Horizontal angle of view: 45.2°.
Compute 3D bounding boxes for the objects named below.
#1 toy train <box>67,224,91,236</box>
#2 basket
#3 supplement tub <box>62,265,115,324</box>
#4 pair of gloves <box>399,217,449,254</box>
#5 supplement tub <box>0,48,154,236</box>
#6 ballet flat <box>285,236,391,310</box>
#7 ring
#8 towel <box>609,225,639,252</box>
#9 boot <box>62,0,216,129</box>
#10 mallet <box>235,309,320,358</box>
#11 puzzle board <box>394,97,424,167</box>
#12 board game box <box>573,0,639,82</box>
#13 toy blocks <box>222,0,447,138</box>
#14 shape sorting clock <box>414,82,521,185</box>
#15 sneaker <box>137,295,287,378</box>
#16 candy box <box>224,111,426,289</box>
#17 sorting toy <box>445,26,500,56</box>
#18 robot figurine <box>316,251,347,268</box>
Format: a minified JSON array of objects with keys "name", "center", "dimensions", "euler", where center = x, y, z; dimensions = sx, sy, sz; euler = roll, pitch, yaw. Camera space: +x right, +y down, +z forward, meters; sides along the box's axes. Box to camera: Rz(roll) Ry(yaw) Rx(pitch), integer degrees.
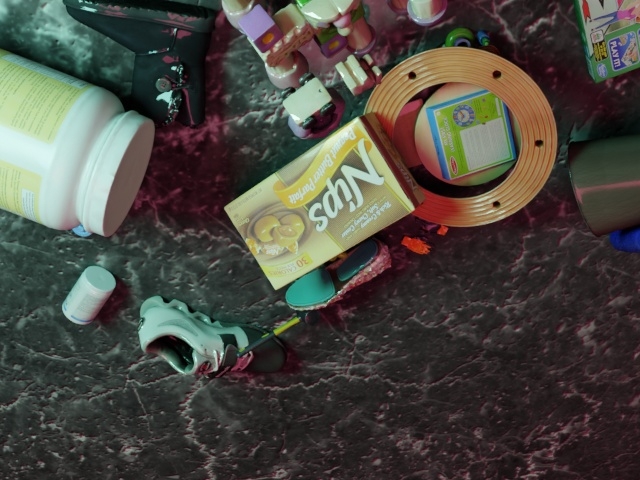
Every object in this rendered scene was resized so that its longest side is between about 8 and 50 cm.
[{"name":"toy train","center":[-0.425,-0.087,1.406],"dimensions":[0.105,0.080,0.184],"euler":[40,115,-19]},{"name":"basket","center":[0.572,-0.112,1.332],"dimensions":[0.226,0.154,0.204],"euler":[-13,136,33]},{"name":"supplement tub","center":[-0.465,0.111,1.544],"dimensions":[0.071,0.071,0.107],"euler":[30,119,-21]},{"name":"pair of gloves","center":[0.206,-0.009,1.521],"dimensions":[0.074,0.010,0.083],"euler":[22,120,-16]},{"name":"supplement tub","center":[-0.459,-0.159,1.225],"dimensions":[0.331,0.241,0.241],"euler":[21,122,-3]},{"name":"ballet flat","center":[0.044,0.081,1.539],"dimensions":[0.240,0.091,0.077],"euler":[-30,143,22]},{"name":"ring","center":[0.235,-0.174,1.329],"dimensions":[0.336,0.032,0.337],"euler":[9,124,13]},{"name":"towel","center":[0.674,-0.021,1.379],"dimensions":[0.227,0.308,0.076],"euler":[-4,89,3]},{"name":"boot","center":[-0.299,-0.290,1.257],"dimensions":[0.246,0.094,0.207],"euler":[7,121,-14]},{"name":"mallet","center":[-0.091,0.184,1.583],"dimensions":[0.189,0.062,0.039],"euler":[-27,112,-5]},{"name":"puzzle board","center":[0.152,-0.188,1.396],"dimensions":[0.096,0.011,0.128],"euler":[-16,124,8]},{"name":"board game box","center":[0.506,-0.432,1.219],"dimensions":[0.213,0.046,0.317],"euler":[-19,123,12]},{"name":"toy blocks","center":[0.036,-0.315,1.153],"dimensions":[0.288,0.309,0.260],"euler":[-34,162,6]},{"name":"shape sorting clock","center":[0.270,-0.195,1.376],"dimensions":[0.206,0.040,0.206],"euler":[-3,117,-6]},{"name":"sneaker","center":[-0.225,0.238,1.598],"dimensions":[0.330,0.146,0.123],"euler":[19,121,-16]},{"name":"candy box","center":[0.004,-0.066,1.366],"dimensions":[0.316,0.087,0.183],"euler":[-31,94,26]},{"name":"sorting toy","center":[0.261,-0.319,1.290],"dimensions":[0.101,0.042,0.061],"euler":[24,121,-17]},{"name":"robot figurine","center":[0.000,0.000,1.485],"dimensions":[0.115,0.067,0.101],"euler":[17,105,-11]}]
